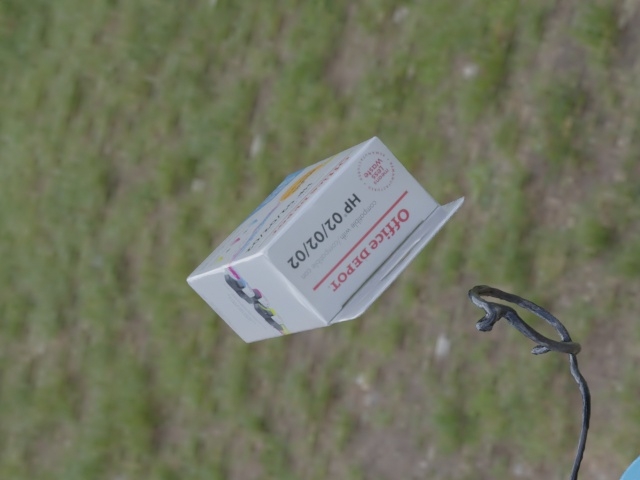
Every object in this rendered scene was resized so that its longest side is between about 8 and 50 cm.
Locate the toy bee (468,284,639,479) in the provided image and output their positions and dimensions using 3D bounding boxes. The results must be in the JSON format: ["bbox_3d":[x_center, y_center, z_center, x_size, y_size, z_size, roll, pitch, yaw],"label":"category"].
[{"bbox_3d":[0.157,0.160,0.762,0.162,0.195,0.298,-65,26,9],"label":"toy bee"}]

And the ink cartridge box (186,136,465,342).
[{"bbox_3d":[0.000,0.000,1.066,0.104,0.061,0.181,-47,11,-21],"label":"ink cartridge box"}]
